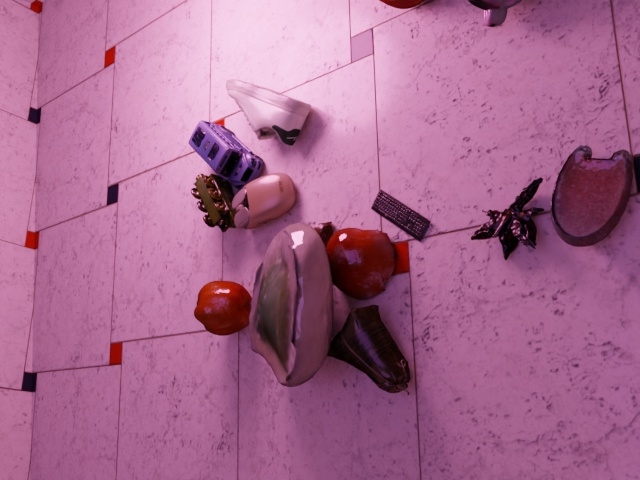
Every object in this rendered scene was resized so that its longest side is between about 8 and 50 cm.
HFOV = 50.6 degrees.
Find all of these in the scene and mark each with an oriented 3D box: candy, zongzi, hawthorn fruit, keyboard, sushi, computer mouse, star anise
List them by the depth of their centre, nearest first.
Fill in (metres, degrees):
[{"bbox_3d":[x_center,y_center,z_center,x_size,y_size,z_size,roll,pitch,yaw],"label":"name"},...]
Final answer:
[{"bbox_3d":[0.448,-0.032,1.564,0.212,0.053,0.157,-31,60,31],"label":"star anise"},{"bbox_3d":[0.118,0.328,1.764,0.248,0.111,0.241,60,137,26],"label":"zongzi"},{"bbox_3d":[0.213,-0.070,1.812,0.198,0.010,0.064,38,108,40],"label":"keyboard"},{"bbox_3d":[-0.064,0.165,1.847,0.386,0.186,0.427,-153,66,-66],"label":"candy"},{"bbox_3d":[0.000,0.000,1.959,0.055,0.052,0.120,13,92,61],"label":"sushi"},{"bbox_3d":[-0.298,0.210,2.103,0.189,0.189,0.189,-11,74,40],"label":"hawthorn fruit"},{"bbox_3d":[-0.182,-0.124,2.119,0.236,0.082,0.145,-21,67,29],"label":"computer mouse"}]

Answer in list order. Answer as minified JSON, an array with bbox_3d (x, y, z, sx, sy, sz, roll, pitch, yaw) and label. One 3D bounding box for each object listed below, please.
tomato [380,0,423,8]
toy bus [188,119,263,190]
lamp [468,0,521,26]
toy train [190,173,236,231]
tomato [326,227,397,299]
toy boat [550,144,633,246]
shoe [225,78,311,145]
[{"bbox_3d":[0.233,-0.717,1.854,0.200,0.140,0.233,21,61,36],"label":"tomato"},{"bbox_3d":[-0.318,-0.285,2.253,0.292,0.133,0.125,44,110,39],"label":"toy bus"},{"bbox_3d":[0.444,-0.676,1.574,0.247,0.301,0.247,-5,74,-2],"label":"lamp"},{"bbox_3d":[-0.337,-0.125,2.237,0.090,0.137,0.225,-43,59,26],"label":"toy train"},{"bbox_3d":[0.085,0.059,1.834,0.228,0.112,0.199,-4,80,44],"label":"tomato"},{"bbox_3d":[0.582,-0.091,1.453,0.155,0.085,0.227,14,79,34],"label":"toy boat"},{"bbox_3d":[-0.186,-0.409,2.174,0.363,0.131,0.160,27,104,38],"label":"shoe"}]
